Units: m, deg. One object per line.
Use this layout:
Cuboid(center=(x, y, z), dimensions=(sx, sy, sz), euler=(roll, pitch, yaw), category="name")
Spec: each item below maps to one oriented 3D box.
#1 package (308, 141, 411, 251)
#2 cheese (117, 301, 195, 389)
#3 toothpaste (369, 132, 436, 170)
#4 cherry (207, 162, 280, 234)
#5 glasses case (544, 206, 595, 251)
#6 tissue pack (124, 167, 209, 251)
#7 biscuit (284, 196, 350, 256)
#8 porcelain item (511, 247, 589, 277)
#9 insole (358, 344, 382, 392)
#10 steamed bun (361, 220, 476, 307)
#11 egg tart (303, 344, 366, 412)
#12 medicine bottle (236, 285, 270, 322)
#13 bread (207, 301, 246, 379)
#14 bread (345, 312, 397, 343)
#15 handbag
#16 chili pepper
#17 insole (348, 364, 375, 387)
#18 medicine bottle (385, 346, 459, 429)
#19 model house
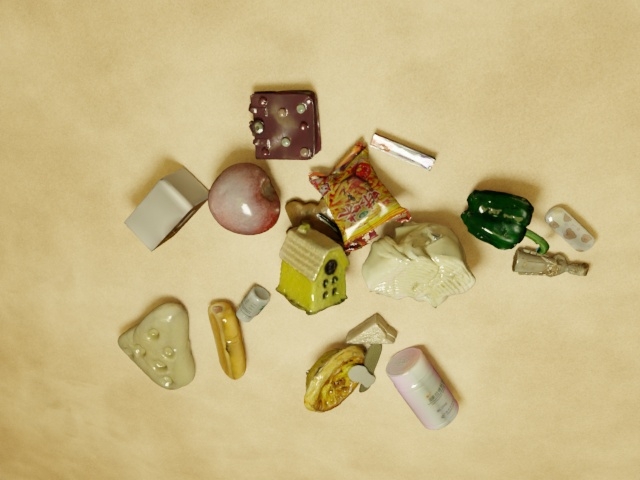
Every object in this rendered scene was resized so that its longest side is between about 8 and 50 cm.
Cuboid(center=(0.114, -0.132, 1.427), dimensions=(0.223, 0.108, 0.288), euler=(-30, 83, 17), category="package")
Cuboid(center=(-0.589, 0.424, 1.856), dimensions=(0.351, 0.129, 0.328), euler=(-35, 99, 26), category="cheese")
Cuboid(center=(0.242, -0.260, 1.397), dimensions=(0.197, 0.040, 0.047), euler=(24, 115, 4), category="toothpaste")
Cuboid(center=(-0.253, -0.119, 1.489), dimensions=(0.240, 0.206, 0.239), euler=(1, 121, 2), category="cherry")
Cuboid(center=(0.727, -0.032, 1.374), dimensions=(0.164, 0.041, 0.063), euler=(42, 117, -6), category="glasses case")
Cuboid(center=(-0.513, -0.106, 1.589), dimensions=(0.136, 0.159, 0.246), euler=(46, 117, -6), category="tissue pack")
Cuboid(center=(0.000, 0.001, 1.569), dimensions=(0.278, 0.043, 0.301), euler=(15, 116, 7), category="biscuit")
Cuboid(center=(0.697, 0.078, 1.425), dimensions=(0.213, 0.054, 0.084), euler=(9, 117, 9), category="porcelain item")
Cuboid(center=(0.183, 0.460, 1.716), dimensions=(0.005, 0.086, 0.253), euler=(38, 132, 42), category="insole")
Cuboid(center=(0.294, 0.057, 1.435), dimensions=(0.320, 0.206, 0.275), euler=(14, 135, -17), category="steamed bun")
Cuboid(center=(0.042, 0.480, 1.684), dimensions=(0.115, 0.290, 0.290), euler=(37, 123, 36), category="egg tart")
Cuboid(center=(-0.247, 0.234, 1.713), dimensions=(0.080, 0.080, 0.130), euler=(37, 117, -4), category="medicine bottle")
Cuboid(center=(-0.346, 0.376, 1.786), dimensions=(0.142, 0.091, 0.304), euler=(27, 130, 52), category="bread")
Cuboid(center=(0.177, 0.338, 1.656), dimensions=(0.152, 0.077, 0.105), euler=(-39, 98, 27), category="bread")
Cuboid(center=(-0.111, -0.347, 1.427), dimensions=(0.216, 0.074, 0.203), euler=(3, 113, 13), category="handbag")
Cuboid(center=(0.540, -0.050, 1.350), dimensions=(0.261, 0.174, 0.165), euler=(19, 91, 7), category="chili pepper")
Cuboid(center=(0.152, 0.491, 1.702), dimensions=(0.065, 0.004, 0.197), euler=(-49, 137, -3), category="insole")
Cuboid(center=(0.355, 0.515, 1.648), dimensions=(0.152, 0.152, 0.253), euler=(-29, 104, 23), category="medicine bottle")
Cuboid(center=(-0.029, 0.077, 1.456), dimensions=(0.193, 0.175, 0.234), euler=(31, 133, 43), category="model house")
